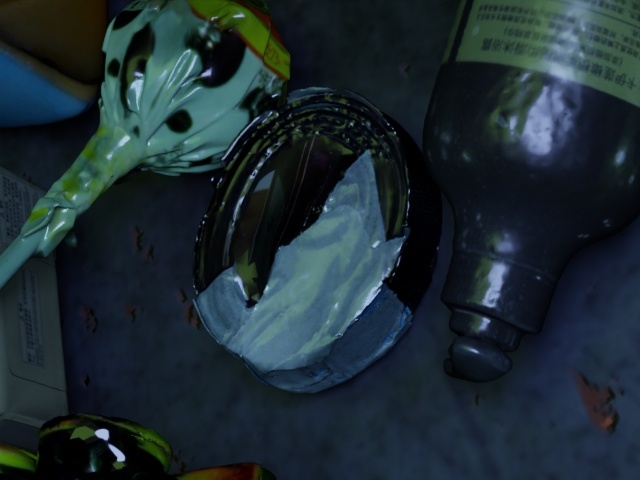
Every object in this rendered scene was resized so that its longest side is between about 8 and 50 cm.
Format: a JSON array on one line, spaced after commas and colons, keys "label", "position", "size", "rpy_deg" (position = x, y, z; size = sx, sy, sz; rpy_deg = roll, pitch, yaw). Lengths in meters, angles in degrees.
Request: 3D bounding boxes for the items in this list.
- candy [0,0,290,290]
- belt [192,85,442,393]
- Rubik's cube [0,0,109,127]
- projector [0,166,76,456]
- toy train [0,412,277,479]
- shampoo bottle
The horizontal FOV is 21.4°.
[{"label": "candy", "position": [-0.121, -0.003, 0.774], "size": [0.091, 0.083, 0.305], "rpy_deg": [31, 66, 16]}, {"label": "belt", "position": [0.000, 0.000, 0.771], "size": [0.105, 0.058, 0.140], "rpy_deg": [15, 81, 28]}, {"label": "Rubik's cube", "position": [-0.263, -0.151, 0.882], "size": [0.254, 0.254, 0.254], "rpy_deg": [-9, 71, 29]}, {"label": "projector", "position": [-0.254, 0.055, 0.891], "size": [0.269, 0.088, 0.193], "rpy_deg": [-19, 66, 25]}, {"label": "toy train", "position": [-0.142, 0.159, 0.753], "size": [0.296, 0.160, 0.100], "rpy_deg": [-14, 51, 29]}, {"label": "shampoo bottle", "position": [0.103, -0.078, 0.704], "size": [0.101, 0.101, 0.284], "rpy_deg": [14, 83, 34]}]
